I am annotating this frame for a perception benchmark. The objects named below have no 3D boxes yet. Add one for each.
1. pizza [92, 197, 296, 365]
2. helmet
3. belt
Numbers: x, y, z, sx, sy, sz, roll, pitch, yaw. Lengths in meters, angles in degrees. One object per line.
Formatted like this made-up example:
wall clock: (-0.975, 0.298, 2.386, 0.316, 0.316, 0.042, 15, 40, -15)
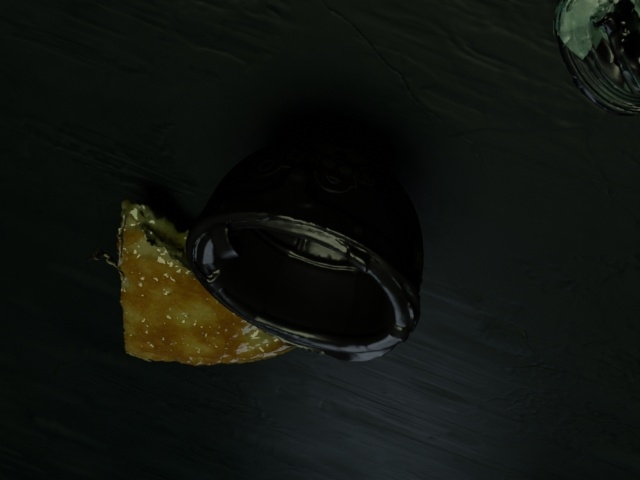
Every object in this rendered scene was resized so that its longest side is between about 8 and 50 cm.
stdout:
pizza: (-0.161, 0.051, 1.022, 0.280, 0.075, 0.287, -1, 133, 19)
helmet: (0.000, 0.000, 0.824, 0.231, 0.160, 0.279, 12, 153, 12)
belt: (0.236, -0.159, 0.622, 0.105, 0.058, 0.140, -24, 121, 36)
